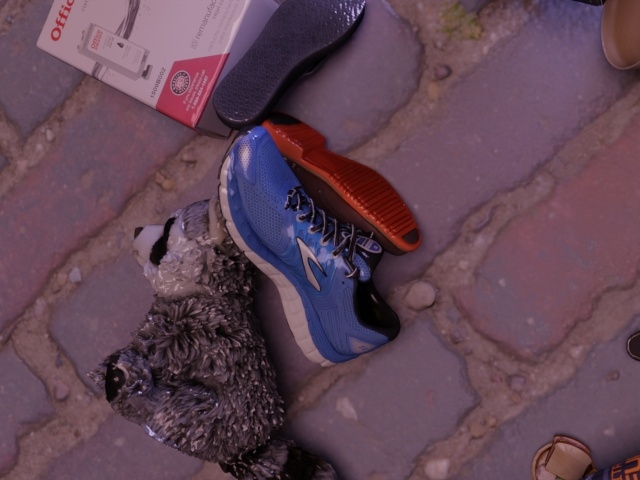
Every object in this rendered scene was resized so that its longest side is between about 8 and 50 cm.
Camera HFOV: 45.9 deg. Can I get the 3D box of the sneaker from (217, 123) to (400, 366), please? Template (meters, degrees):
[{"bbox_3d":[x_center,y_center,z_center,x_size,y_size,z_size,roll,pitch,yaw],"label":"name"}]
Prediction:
[{"bbox_3d":[0.000,0.000,0.916,0.147,0.130,0.330,-17,115,31],"label":"sneaker"}]

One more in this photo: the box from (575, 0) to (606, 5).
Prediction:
[{"bbox_3d":[0.220,-0.391,0.834,0.270,0.143,0.165,33,88,41],"label":"box"}]

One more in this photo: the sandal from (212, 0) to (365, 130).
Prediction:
[{"bbox_3d":[-0.044,-0.245,1.001,0.097,0.054,0.254,42,80,17],"label":"sandal"}]

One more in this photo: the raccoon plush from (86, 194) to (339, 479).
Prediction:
[{"bbox_3d":[-0.078,0.142,1.007,0.446,0.216,0.299,36,86,-14],"label":"raccoon plush"}]

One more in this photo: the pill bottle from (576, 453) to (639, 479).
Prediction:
[{"bbox_3d":[0.359,0.301,0.818,0.245,0.130,0.130,-35,79,27],"label":"pill bottle"}]

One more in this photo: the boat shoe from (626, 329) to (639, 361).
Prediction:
[{"bbox_3d":[0.412,0.110,0.847,0.152,0.049,0.056,-18,68,43],"label":"boat shoe"}]

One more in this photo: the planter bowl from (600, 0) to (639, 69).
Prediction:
[{"bbox_3d":[0.403,-0.264,0.839,0.109,0.162,0.162,6,91,-8],"label":"planter bowl"}]

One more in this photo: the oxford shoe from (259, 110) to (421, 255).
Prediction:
[{"bbox_3d":[0.014,-0.058,0.997,0.271,0.097,0.098,41,122,18],"label":"oxford shoe"}]

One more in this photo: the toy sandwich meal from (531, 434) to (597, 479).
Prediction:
[{"bbox_3d":[0.297,0.282,0.919,0.085,0.029,0.086,0,89,18],"label":"toy sandwich meal"}]

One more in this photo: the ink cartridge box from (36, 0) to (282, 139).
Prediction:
[{"bbox_3d":[-0.223,-0.294,1.050,0.283,0.117,0.207,28,98,16],"label":"ink cartridge box"}]
